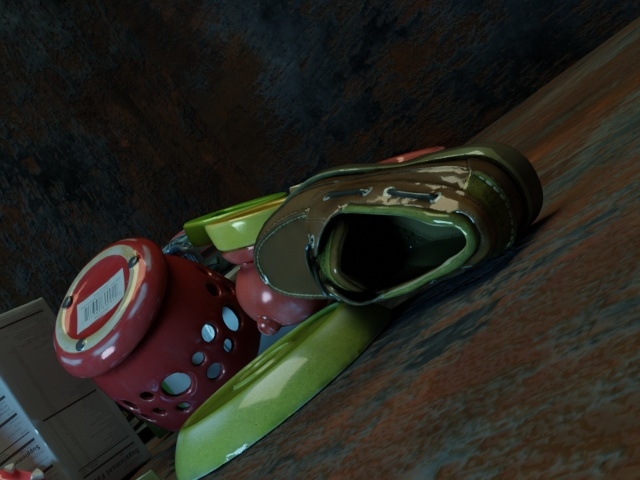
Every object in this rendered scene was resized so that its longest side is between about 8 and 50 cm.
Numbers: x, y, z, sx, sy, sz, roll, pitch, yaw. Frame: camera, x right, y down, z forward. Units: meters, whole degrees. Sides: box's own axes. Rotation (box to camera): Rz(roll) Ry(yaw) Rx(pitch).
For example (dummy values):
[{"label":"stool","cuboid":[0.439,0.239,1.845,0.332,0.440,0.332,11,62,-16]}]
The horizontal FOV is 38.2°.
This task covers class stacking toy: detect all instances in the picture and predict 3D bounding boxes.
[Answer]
[{"label":"stacking toy","cuboid":[0.000,0.000,1.074,0.309,0.130,0.279,-20,7,-26]}]

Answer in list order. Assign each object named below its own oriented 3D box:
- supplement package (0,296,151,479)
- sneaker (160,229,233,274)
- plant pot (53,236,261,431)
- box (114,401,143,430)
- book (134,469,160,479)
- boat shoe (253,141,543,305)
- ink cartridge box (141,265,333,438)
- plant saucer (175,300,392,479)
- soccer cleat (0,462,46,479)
[{"label":"supplement package","cuboid":[-0.348,0.218,1.115,0.134,0.244,0.139,-37,-4,26]},{"label":"sneaker","cuboid":[-0.233,0.062,1.277,0.262,0.104,0.125,-39,3,24]},{"label":"plant pot","cuboid":[-0.191,0.099,1.054,0.191,0.174,0.191,-27,43,28]},{"label":"box","cuboid":[-0.315,0.279,1.515,0.293,0.073,0.295,-44,-1,9]},{"label":"book","cuboid":[-0.218,0.264,0.847,0.144,0.035,0.096,-37,-1,39]},{"label":"boat shoe","cuboid":[0.030,-0.003,0.768,0.307,0.111,0.104,-22,13,47]},{"label":"ink cartridge box","cuboid":[-0.121,0.117,1.278,0.289,0.121,0.211,-38,1,19]},{"label":"plant saucer","cuboid":[-0.041,0.123,0.823,0.241,0.037,0.241,-37,1,1]},{"label":"soccer cleat","cuboid":[-0.405,0.286,1.038,0.248,0.095,0.083,7,21,22]}]
